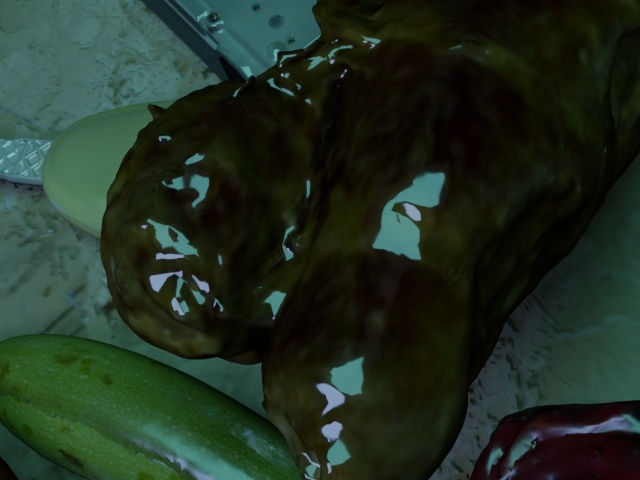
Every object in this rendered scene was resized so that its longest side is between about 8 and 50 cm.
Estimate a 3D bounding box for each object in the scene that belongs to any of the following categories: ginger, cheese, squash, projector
[{"bbox_3d":[0.050,-0.067,0.574,0.254,0.176,0.418,27,60,29],"label":"ginger"},{"bbox_3d":[-0.188,-0.056,0.804,0.251,0.054,0.127,6,62,19],"label":"cheese"},{"bbox_3d":[-0.128,0.117,0.675,0.340,0.094,0.094,21,70,24],"label":"squash"},{"bbox_3d":[-0.028,-0.212,0.815,0.192,0.099,0.257,-40,60,-6],"label":"projector"}]

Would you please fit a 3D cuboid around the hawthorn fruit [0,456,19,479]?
[{"bbox_3d":[-0.276,0.195,0.612,0.215,0.215,0.250,6,66,18],"label":"hawthorn fruit"}]

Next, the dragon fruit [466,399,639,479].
[{"bbox_3d":[0.147,0.219,0.424,0.329,0.329,0.329,-6,62,12],"label":"dragon fruit"}]
